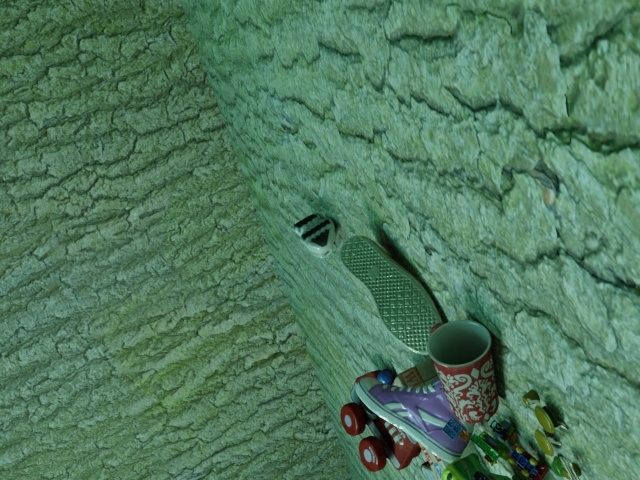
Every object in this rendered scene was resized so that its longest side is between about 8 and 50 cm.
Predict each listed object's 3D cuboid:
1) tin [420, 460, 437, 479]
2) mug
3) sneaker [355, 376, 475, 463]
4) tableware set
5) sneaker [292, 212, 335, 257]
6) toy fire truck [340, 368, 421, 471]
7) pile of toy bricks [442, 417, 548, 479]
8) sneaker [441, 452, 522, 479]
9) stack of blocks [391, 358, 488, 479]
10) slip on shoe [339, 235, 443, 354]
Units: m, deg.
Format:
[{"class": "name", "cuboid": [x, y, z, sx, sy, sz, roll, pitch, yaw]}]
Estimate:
[{"class": "tin", "cuboid": [0.341, 0.695, 1.852, 0.106, 0.040, 0.189, 61, 167, 8]}, {"class": "mug", "cuboid": [0.270, 0.234, 1.185, 0.150, 0.113, 0.169, -80, -26, -54]}, {"class": "sneaker", "cuboid": [0.216, 0.339, 1.406, 0.282, 0.161, 0.102, 27, -172, 32]}, {"class": "tableware set", "cuboid": [0.376, 0.318, 1.043, 0.154, 0.024, 0.104, 64, 171, 8]}, {"class": "sneaker", "cuboid": [0.000, 0.000, 1.888, 0.118, 0.110, 0.292, 62, 177, -14]}, {"class": "toy fire truck", "cuboid": [0.200, 0.516, 1.904, 0.302, 0.169, 0.253, 56, 140, 38]}, {"class": "pile of toy bricks", "cuboid": [0.336, 0.398, 1.220, 0.105, 0.118, 0.212, 26, -170, -45]}, {"class": "sneaker", "cuboid": [0.374, 0.517, 1.227, 0.295, 0.123, 0.109, 37, 144, 30]}, {"class": "stack of blocks", "cuboid": [0.282, 0.448, 1.521, 0.297, 0.087, 0.171, 62, 167, 21]}, {"class": "slip on shoe", "cuboid": [0.165, 0.116, 1.406, 0.101, 0.123, 0.331, 30, -164, -51]}]
